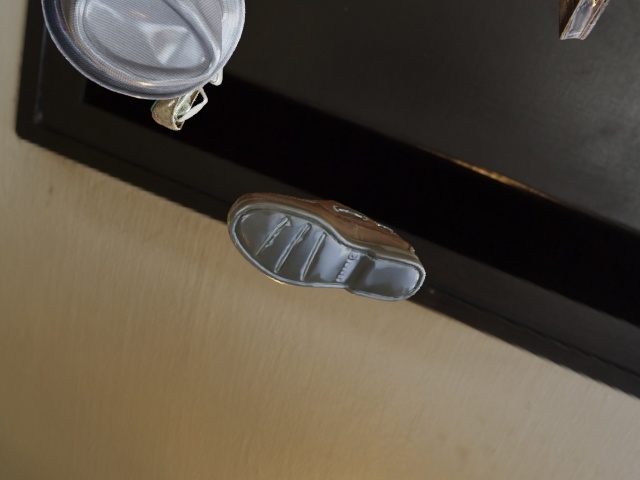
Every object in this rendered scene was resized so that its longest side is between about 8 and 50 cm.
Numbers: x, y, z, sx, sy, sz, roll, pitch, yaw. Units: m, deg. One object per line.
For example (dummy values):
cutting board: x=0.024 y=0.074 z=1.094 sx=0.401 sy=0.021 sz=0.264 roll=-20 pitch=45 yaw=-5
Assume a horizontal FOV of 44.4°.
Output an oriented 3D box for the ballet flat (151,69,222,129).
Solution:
ballet flat: x=-0.209 y=-0.275 z=1.353 sx=0.067 sy=0.206 sz=0.073 roll=43 pitch=-162 yaw=9

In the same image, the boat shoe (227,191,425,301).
boat shoe: x=0.000 y=0.000 z=1.078 sx=0.307 sy=0.111 sz=0.104 roll=23 pitch=-152 yaw=-32

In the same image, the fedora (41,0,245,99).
fedora: x=-0.218 y=-0.281 z=1.018 sx=0.275 sy=0.244 sz=0.124 roll=30 pitch=-160 yaw=-34

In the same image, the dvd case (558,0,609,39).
dvd case: x=0.117 y=-0.213 z=0.324 sx=0.018 sy=0.221 sz=0.164 roll=0 pitch=179 yaw=10
